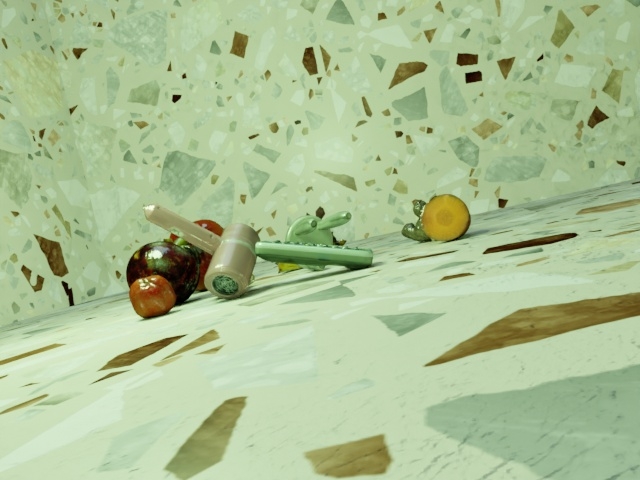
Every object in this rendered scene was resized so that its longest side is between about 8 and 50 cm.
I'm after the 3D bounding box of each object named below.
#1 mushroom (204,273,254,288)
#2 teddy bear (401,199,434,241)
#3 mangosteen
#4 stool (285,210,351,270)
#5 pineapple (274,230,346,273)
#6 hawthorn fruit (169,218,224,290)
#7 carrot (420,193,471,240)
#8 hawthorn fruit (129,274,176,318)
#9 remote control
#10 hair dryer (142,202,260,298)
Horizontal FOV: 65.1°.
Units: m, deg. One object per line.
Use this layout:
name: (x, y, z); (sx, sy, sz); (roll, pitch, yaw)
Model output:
mushroom: (-0.285, 0.129, 1.575); (0.116, 0.093, 0.225); (10, -5, 7)
teddy bear: (0.418, -0.062, 1.882); (0.190, 0.177, 0.140); (-15, 47, -43)
mangosteen: (-0.497, 0.081, 1.644); (0.231, 0.231, 0.289); (-12, 38, 25)
stool: (0.000, 0.000, 1.754); (0.195, 0.195, 0.198); (-13, 3, -29)
pineapple: (-0.048, 0.025, 2.022); (0.334, 0.161, 0.158); (-16, 0, -17)
hawthorn fruit: (-0.466, 0.057, 2.007); (0.295, 0.295, 0.311); (-13, 5, 4)
carrot: (0.445, -0.072, 1.738); (0.159, 0.159, 0.225); (-12, -7, 22)
hawthorn fruit: (-0.468, 0.155, 1.399); (0.128, 0.128, 0.128); (-13, 1, 0)
remote control: (-0.017, 0.041, 1.454); (0.335, 0.066, 0.128); (4, 1, 6)
hair dryer: (-0.347, 0.008, 1.414); (0.125, 0.352, 0.210); (-50, 19, 35)
